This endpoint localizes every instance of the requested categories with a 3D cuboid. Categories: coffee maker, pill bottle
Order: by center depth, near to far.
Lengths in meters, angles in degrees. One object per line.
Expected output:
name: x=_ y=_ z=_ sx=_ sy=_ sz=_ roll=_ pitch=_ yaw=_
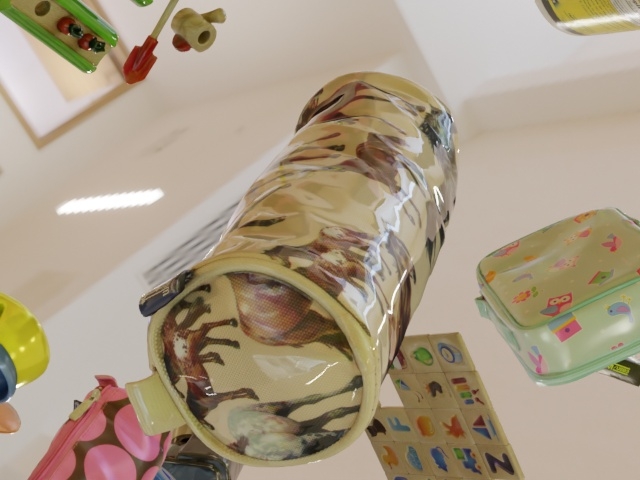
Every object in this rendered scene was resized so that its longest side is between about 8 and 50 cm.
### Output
coffee maker: x=-0.146 y=0.297 z=1.556 sx=0.171 sy=0.120 sz=0.178 roll=-19 pitch=-164 yaw=12
pill bottle: x=0.460 y=-0.391 z=1.563 sx=0.188 sy=0.188 sz=0.334 roll=-37 pitch=-161 yaw=-19

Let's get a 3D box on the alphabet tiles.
alphabet tiles: x=0.114 y=0.200 z=1.116 sx=0.009 sy=0.237 sz=0.198 roll=-33 pitch=-166 yaw=-36

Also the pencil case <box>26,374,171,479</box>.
pencil case: x=-0.205 y=0.209 z=0.930 sx=0.095 sy=0.098 sz=0.209 roll=-1 pitch=-149 yaw=17

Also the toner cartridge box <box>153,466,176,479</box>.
toner cartridge box: x=-0.129 y=0.367 z=1.235 sx=0.075 sy=0.165 sz=0.348 roll=-46 pitch=-124 yaw=-8

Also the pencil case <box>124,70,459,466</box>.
pencil case: x=0.000 y=0.000 z=0.885 sx=0.184 sy=0.159 sz=0.410 roll=-6 pitch=-155 yaw=20

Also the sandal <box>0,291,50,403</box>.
sandal: x=-0.384 y=0.067 z=0.889 sx=0.138 sy=0.317 sz=0.126 roll=-66 pitch=175 yaw=-47

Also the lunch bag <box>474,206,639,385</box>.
lunch bag: x=0.312 y=0.065 z=1.383 sx=0.224 sy=0.108 sz=0.279 roll=-28 pitch=-164 yaw=3

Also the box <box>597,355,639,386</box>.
box: x=0.439 y=0.175 z=1.917 sx=0.190 sy=0.184 sz=0.045 roll=-118 pitch=-129 yaw=-76

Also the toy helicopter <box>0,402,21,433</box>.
toy helicopter: x=-0.429 y=0.229 z=1.060 sx=0.235 sy=0.140 sz=0.355 roll=-43 pitch=172 yaw=0

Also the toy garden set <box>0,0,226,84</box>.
toy garden set: x=-0.102 y=-0.219 z=0.868 sx=0.244 sy=0.204 sz=0.049 roll=-49 pitch=-119 yaw=2
